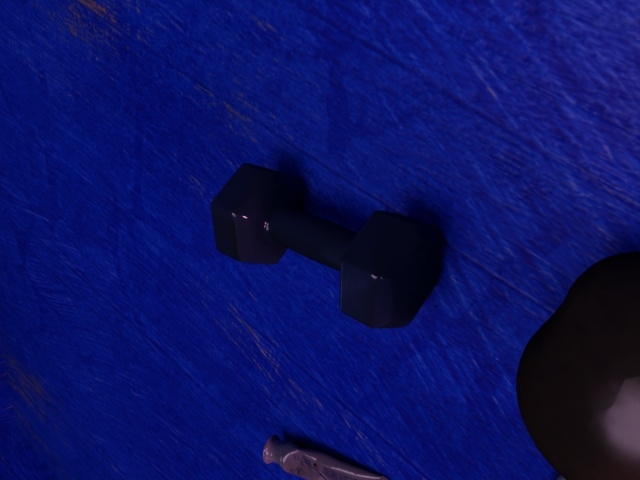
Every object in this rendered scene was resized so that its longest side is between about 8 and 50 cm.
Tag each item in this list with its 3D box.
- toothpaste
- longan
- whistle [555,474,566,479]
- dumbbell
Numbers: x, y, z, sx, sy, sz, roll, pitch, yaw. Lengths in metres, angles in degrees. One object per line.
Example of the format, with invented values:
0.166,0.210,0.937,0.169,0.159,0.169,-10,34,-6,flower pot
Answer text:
0.013,0.432,1.149,0.266,0.061,0.096,11,118,33,toothpaste
0.296,0.138,0.581,0.246,0.215,0.246,-37,40,40,longan
0.393,0.409,0.712,0.289,0.164,0.163,-102,25,-44,whistle
0.000,0.000,0.850,0.325,0.160,0.144,23,157,36,dumbbell
